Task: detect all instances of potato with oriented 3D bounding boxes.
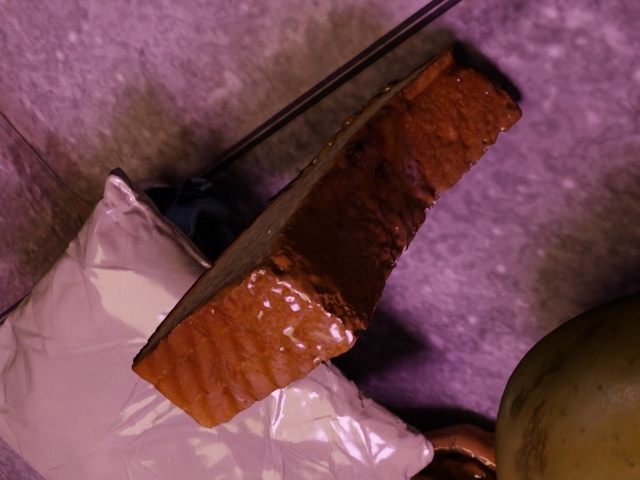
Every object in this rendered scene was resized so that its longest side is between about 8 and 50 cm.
[{"bbox_3d":[0.216,0.124,0.577,0.216,0.216,0.304,58,162,-19],"label":"potato"}]

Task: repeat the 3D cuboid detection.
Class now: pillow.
[{"bbox_3d":[-0.105,0.128,0.793,0.280,0.076,0.274,41,127,-4],"label":"pillow"}]

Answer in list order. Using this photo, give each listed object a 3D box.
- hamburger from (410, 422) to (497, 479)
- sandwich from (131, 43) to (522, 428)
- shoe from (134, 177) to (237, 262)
[{"bbox_3d":[0.084,0.274,0.867,0.259,0.144,0.283,47,139,-7],"label":"hamburger"},{"bbox_3d":[0.000,0.000,0.638,0.065,0.215,0.186,44,138,-7],"label":"sandwich"},{"bbox_3d":[-0.079,0.048,0.825,0.106,0.091,0.207,0,121,42],"label":"shoe"}]
